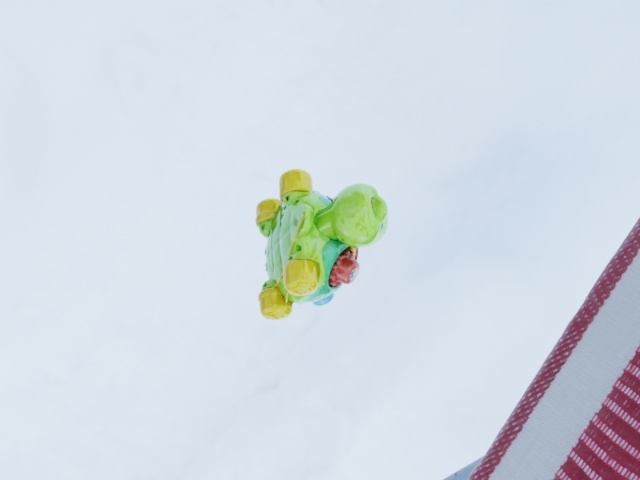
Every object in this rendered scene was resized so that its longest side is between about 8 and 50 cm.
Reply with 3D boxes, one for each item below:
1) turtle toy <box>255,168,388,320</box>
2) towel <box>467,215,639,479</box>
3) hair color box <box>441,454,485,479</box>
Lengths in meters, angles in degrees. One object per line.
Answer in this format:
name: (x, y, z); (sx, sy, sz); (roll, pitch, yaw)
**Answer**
turtle toy: (0.000, 0.000, 0.803); (0.066, 0.095, 0.130); (7, 154, -23)
towel: (0.204, 0.075, 0.335); (0.237, 0.037, 0.329); (-56, 37, 2)
hair color box: (0.248, 0.177, 0.879); (0.374, 0.185, 0.114); (-34, 65, 16)
